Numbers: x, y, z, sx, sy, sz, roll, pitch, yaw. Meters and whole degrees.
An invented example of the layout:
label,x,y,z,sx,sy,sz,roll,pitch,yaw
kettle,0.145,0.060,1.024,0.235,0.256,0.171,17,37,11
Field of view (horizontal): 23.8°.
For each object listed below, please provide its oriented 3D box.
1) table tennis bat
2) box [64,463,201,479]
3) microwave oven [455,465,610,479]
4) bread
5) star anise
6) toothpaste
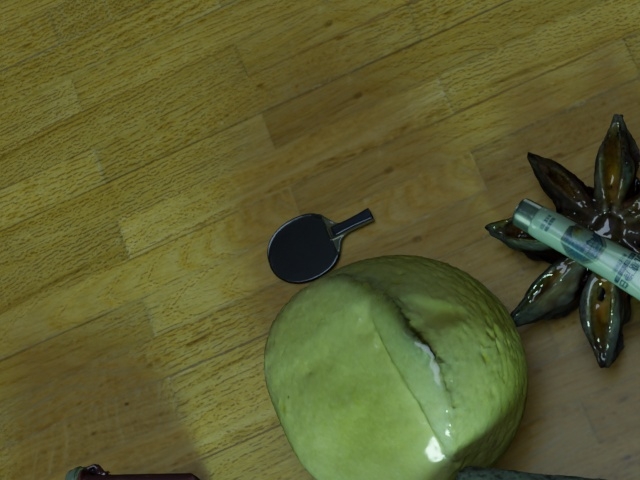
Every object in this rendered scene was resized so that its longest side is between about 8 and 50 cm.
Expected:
label,x,y,z,sx,sy,sz,roll,pitch,yaw
table tennis bat,0.000,0.000,2.080,0.158,0.014,0.095,-27,66,7
box,-0.219,0.429,1.908,0.167,0.193,0.294,-4,70,5
microwave oven,0.263,0.499,1.648,0.374,0.236,0.432,3,52,17
bread,0.098,0.169,1.880,0.320,0.237,0.320,-6,80,37
star anise,0.371,0.005,1.922,0.332,0.117,0.331,-8,69,22
toothpaste,0.341,0.019,1.845,0.239,0.039,0.062,31,84,23
